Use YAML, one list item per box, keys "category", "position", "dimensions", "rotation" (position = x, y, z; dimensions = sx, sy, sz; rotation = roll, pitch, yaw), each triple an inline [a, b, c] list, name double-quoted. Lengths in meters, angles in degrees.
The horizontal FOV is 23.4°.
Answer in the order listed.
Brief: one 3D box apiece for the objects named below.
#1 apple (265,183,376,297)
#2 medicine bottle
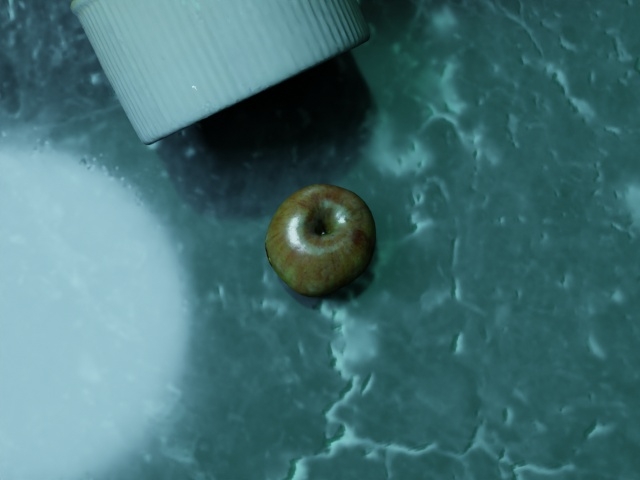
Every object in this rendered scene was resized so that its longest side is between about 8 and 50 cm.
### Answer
- category: "apple"
  position: [0.000, 0.000, 1.147]
  dimensions: [0.084, 0.071, 0.084]
  rotation: [1, 76, -4]
- category: "medicine bottle"
  position: [-0.128, -0.278, 1.098]
  dimensions: [0.224, 0.224, 0.384]
  rotation: [-26, 97, -2]
